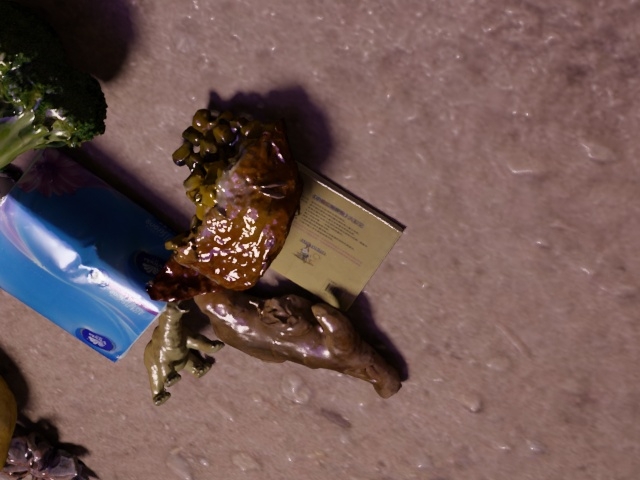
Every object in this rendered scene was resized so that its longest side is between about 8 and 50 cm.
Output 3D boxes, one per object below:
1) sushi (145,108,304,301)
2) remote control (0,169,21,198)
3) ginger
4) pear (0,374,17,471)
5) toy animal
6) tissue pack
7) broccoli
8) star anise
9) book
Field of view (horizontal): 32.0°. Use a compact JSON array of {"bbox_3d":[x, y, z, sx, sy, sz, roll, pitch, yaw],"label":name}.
[{"bbox_3d":[-0.122,-0.040,1.409,0.179,0.167,0.296,26,144,-8],"label":"sushi"},{"bbox_3d":[-0.539,-0.103,1.678,0.212,0.028,0.059,16,139,16],"label":"remote control"},{"bbox_3d":[-0.044,0.129,1.573,0.333,0.080,0.166,21,149,15],"label":"ginger"},{"bbox_3d":[-0.698,0.334,1.953,0.304,0.304,0.304,16,135,16],"label":"pear"},{"bbox_3d":[-0.223,0.163,1.691,0.101,0.103,0.219,55,155,11],"label":"toy animal"},{"bbox_3d":[-0.338,0.023,1.581,0.263,0.146,0.198,35,136,-11],"label":"tissue pack"},{"bbox_3d":[-0.426,-0.168,1.378,0.303,0.283,0.321,27,166,-15],"label":"broccoli"},{"bbox_3d":[-0.528,0.416,2.103,0.230,0.081,0.262,28,148,4],"label":"star anise"},{"bbox_3d":[0.000,0.000,1.478,0.168,0.013,0.192,32,137,-1],"label":"book"}]
